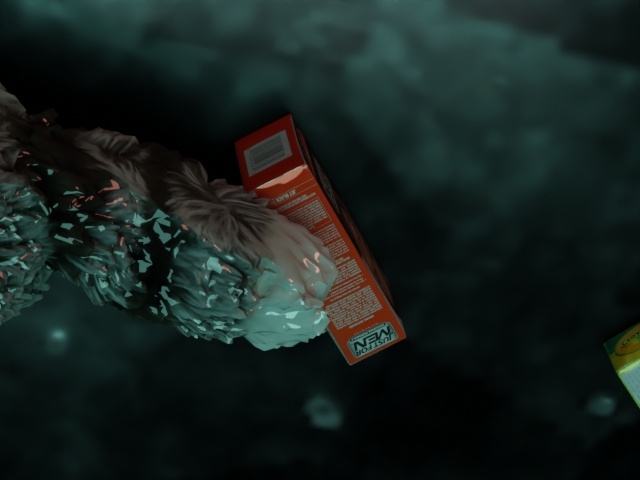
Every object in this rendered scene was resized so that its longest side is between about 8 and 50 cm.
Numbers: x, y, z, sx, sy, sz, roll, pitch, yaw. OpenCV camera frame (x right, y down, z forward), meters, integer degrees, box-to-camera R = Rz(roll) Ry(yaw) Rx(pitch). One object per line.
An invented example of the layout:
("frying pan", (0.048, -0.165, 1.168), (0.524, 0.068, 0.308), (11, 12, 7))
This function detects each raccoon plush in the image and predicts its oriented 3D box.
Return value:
("raccoon plush", (-0.251, 0.059, 0.903), (0.446, 0.216, 0.299), (28, 118, -8))

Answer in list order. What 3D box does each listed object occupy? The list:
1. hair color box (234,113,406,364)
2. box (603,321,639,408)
("hair color box", (0.000, 0.000, 1.013), (0.043, 0.072, 0.141), (-26, 121, 6))
("box", (0.295, 0.068, 1.117), (0.179, 0.043, 0.105), (-30, 119, 11))
